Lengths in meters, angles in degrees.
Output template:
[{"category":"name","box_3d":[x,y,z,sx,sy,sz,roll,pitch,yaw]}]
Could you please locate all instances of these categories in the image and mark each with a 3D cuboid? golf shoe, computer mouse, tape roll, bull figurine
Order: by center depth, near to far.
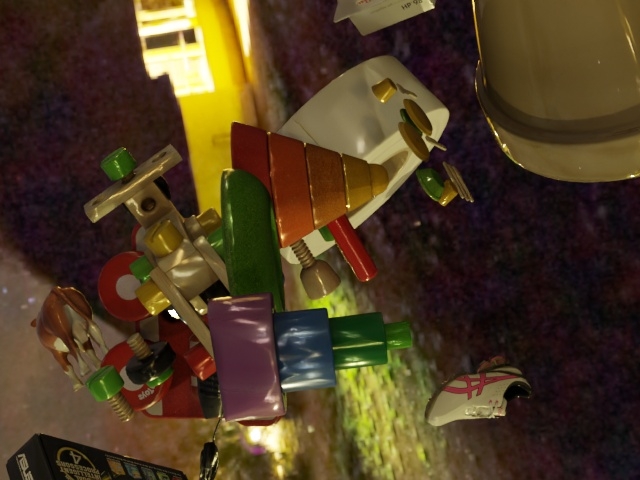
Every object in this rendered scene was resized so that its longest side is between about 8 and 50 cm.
[{"category":"computer mouse","box_3d":[-0.129,0.200,0.980,0.071,0.041,0.242,-70,-6,-61]},{"category":"tape roll","box_3d":[0.031,-0.100,1.092,0.100,0.286,0.286,48,164,11]},{"category":"golf shoe","box_3d":[0.246,0.243,1.314,0.086,0.186,0.067,41,143,42]},{"category":"bull figurine","box_3d":[-0.482,0.180,1.623,0.188,0.101,0.310,56,158,4]}]

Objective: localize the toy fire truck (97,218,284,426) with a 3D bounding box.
[{"category":"toy fire truck","box_3d":[-0.176,0.119,1.240,0.169,0.254,0.302,-6,-85,-84]}]

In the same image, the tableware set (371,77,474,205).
[{"category":"tableware set","box_3d":[0.097,-0.100,0.862,0.104,0.024,0.154,12,-132,-56]}]

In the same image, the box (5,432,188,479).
[{"category":"box","box_3d":[-0.334,0.518,1.477,0.395,0.097,0.318,37,-167,-49]}]

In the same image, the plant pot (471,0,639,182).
[{"category":"plant pot","box_3d":[0.284,-0.268,0.871,0.280,0.323,0.323,52,-168,-41]}]

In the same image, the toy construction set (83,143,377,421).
[{"category":"toy construction set","box_3d":[-0.125,-0.008,0.921,0.237,0.309,0.257,60,-161,-17]}]

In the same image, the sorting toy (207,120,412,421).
[{"category":"sorting toy","box_3d":[0.000,0.000,0.586,0.365,0.126,0.127,-98,1,-68]}]

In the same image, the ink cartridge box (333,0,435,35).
[{"category":"ink cartridge box","box_3d":[0.086,-0.317,1.020,0.060,0.104,0.180,45,-135,-37]}]
